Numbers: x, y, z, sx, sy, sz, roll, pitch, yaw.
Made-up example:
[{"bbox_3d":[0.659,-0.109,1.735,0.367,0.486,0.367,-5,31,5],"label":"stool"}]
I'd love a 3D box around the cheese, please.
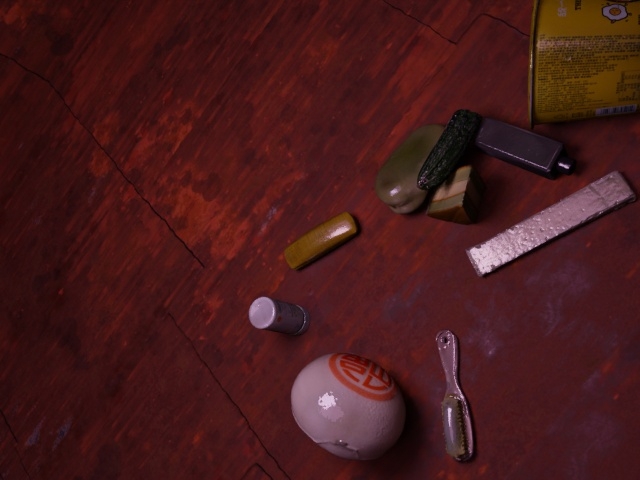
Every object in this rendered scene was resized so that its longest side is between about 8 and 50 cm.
[{"bbox_3d":[0.538,-0.035,1.565,0.400,0.034,0.085,-30,64,21],"label":"cheese"}]

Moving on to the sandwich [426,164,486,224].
[{"bbox_3d":[0.317,-0.120,1.631,0.144,0.187,0.117,13,83,26],"label":"sandwich"}]

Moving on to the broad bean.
[{"bbox_3d":[0.249,-0.190,1.730,0.263,0.121,0.189,-49,37,-7],"label":"broad bean"}]

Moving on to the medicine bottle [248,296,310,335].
[{"bbox_3d":[-0.109,0.207,1.785,0.086,0.183,0.086,-8,73,29],"label":"medicine bottle"}]

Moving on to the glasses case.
[{"bbox_3d":[0.000,0.000,1.846,0.234,0.064,0.079,-31,66,19],"label":"glasses case"}]

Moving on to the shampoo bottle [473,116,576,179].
[{"bbox_3d":[0.501,-0.220,1.607,0.246,0.080,0.079,30,94,32],"label":"shampoo bottle"}]

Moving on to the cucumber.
[{"bbox_3d":[0.319,-0.223,1.624,0.077,0.077,0.265,20,70,32],"label":"cucumber"}]

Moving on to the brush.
[{"bbox_3d":[0.313,0.364,1.575,0.072,0.067,0.313,-13,69,28],"label":"brush"}]

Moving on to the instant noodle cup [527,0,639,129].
[{"bbox_3d":[0.607,-0.410,1.476,0.254,0.325,0.326,4,79,22],"label":"instant noodle cup"}]

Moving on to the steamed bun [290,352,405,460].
[{"bbox_3d":[0.076,0.374,1.574,0.283,0.283,0.177,35,112,32],"label":"steamed bun"}]
